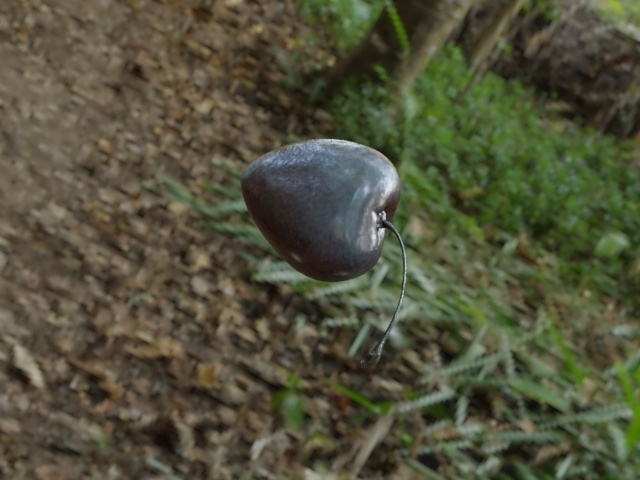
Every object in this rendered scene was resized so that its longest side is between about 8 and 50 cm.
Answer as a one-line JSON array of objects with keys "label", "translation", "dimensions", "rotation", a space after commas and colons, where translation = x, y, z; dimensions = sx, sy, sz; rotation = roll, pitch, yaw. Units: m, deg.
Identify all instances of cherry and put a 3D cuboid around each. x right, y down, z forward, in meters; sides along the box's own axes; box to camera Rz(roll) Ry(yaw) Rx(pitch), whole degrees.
[{"label": "cherry", "translation": [-0.006, -0.003, 1.236], "dimensions": [0.148, 0.188, 0.115], "rotation": [27, -15, -23]}]
